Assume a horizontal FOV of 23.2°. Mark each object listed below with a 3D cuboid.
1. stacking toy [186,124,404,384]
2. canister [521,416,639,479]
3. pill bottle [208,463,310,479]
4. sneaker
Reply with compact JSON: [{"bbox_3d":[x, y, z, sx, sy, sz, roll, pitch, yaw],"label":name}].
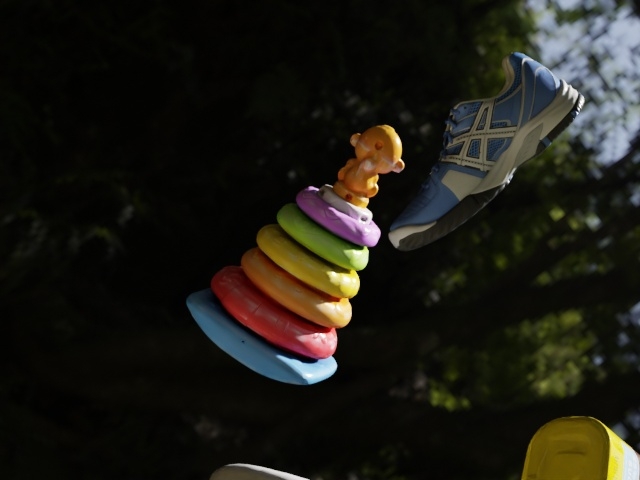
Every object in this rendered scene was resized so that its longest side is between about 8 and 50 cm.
[{"bbox_3d":[0.000,0.000,1.753,0.175,0.302,0.166,33,10,10],"label":"stacking toy"},{"bbox_3d":[0.206,0.209,1.085,0.073,0.126,0.170,-8,-33,38],"label":"canister"},{"bbox_3d":[-0.051,0.316,1.129,0.162,0.278,0.162,18,-18,6],"label":"pill bottle"},{"bbox_3d":[0.132,-0.075,1.366,0.081,0.211,0.080,46,-7,-3],"label":"sneaker"}]
